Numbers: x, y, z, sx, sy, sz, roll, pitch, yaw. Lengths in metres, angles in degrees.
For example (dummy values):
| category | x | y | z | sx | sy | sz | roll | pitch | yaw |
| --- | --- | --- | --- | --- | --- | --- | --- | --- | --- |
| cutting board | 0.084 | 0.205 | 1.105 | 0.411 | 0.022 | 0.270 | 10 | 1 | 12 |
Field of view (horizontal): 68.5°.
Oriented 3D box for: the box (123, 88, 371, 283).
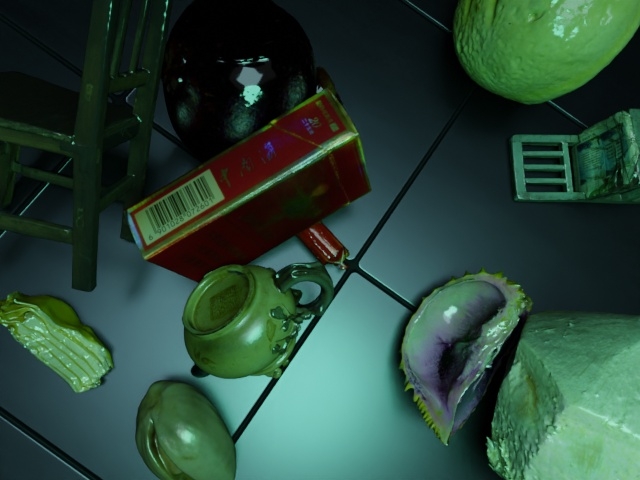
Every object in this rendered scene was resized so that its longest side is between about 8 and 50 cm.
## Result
| category | x | y | z | sx | sy | sz | roll | pitch | yaw |
| --- | --- | --- | --- | --- | --- | --- | --- | --- | --- |
| box | -0.086 | -0.061 | 0.680 | 0.313 | 0.197 | 0.089 | -30 | 70 | 2 |

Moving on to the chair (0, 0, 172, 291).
| category | x | y | z | sx | sy | sz | roll | pitch | yaw |
| --- | --- | --- | --- | --- | --- | --- | --- | --- | --- |
| chair | -0.358 | -0.175 | 0.606 | 0.241 | 0.203 | 0.416 | 16 | 115 | -3 |

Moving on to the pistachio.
| category | x | y | z | sx | sy | sz | roll | pitch | yaw |
| --- | --- | --- | --- | --- | --- | --- | --- | --- | --- |
| pistachio | -0.195 | 0.289 | 0.688 | 0.124 | 0.124 | 0.185 | -34 | 101 | -12 |

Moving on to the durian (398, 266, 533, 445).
| category | x | y | z | sx | sy | sz | roll | pitch | yaw |
| --- | --- | --- | --- | --- | --- | --- | --- | --- | --- |
| durian | 0.220 | 0.167 | 0.755 | 0.260 | 0.154 | 0.186 | -39 | 65 | -10 |

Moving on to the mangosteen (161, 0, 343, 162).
| category | x | y | z | sx | sy | sz | roll | pitch | yaw |
| --- | --- | --- | --- | --- | --- | --- | --- | --- | --- |
| mangosteen | -0.100 | -0.244 | 0.737 | 0.288 | 0.233 | 0.287 | 1 | 50 | -2 |

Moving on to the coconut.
| category | x | y | z | sx | sy | sz | roll | pitch | yaw |
| --- | --- | --- | --- | --- | --- | --- | --- | --- | --- |
| coconut | 0.390 | 0.244 | 0.640 | 0.297 | 0.297 | 0.309 | 3 | 118 | -7 |

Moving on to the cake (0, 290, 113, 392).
| category | x | y | z | sx | sy | sz | roll | pitch | yaw |
| --- | --- | --- | --- | --- | --- | --- | --- | --- | --- |
| cake | -0.390 | 0.138 | 0.691 | 0.080 | 0.116 | 0.185 | -35 | 80 | -14 |

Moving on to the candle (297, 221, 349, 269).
| category | x | y | z | sx | sy | sz | roll | pitch | yaw |
| --- | --- | --- | --- | --- | --- | --- | --- | --- | --- |
| candle | 0.000 | 0.000 | 0.795 | 0.052 | 0.052 | 0.130 | -44 | 88 | -13 |

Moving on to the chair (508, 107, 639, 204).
| category | x | y | z | sx | sy | sz | roll | pitch | yaw |
| --- | --- | --- | --- | --- | --- | --- | --- | --- | --- |
| chair | 0.503 | -0.146 | 0.838 | 0.270 | 0.147 | 0.136 | 2 | 80 | -8 |

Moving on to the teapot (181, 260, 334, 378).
| category | x | y | z | sx | sy | sz | roll | pitch | yaw |
| --- | --- | --- | --- | --- | --- | --- | --- | --- | --- |
| teapot | -0.093 | 0.129 | 0.709 | 0.269 | 0.182 | 0.173 | -30 | 40 | 5 |

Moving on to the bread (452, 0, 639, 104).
| category | x | y | z | sx | sy | sz | roll | pitch | yaw |
| --- | --- | --- | --- | --- | --- | --- | --- | --- | --- |
| bread | 0.375 | -0.398 | 0.788 | 0.237 | 0.320 | 0.320 | 17 | 78 | -11 |
